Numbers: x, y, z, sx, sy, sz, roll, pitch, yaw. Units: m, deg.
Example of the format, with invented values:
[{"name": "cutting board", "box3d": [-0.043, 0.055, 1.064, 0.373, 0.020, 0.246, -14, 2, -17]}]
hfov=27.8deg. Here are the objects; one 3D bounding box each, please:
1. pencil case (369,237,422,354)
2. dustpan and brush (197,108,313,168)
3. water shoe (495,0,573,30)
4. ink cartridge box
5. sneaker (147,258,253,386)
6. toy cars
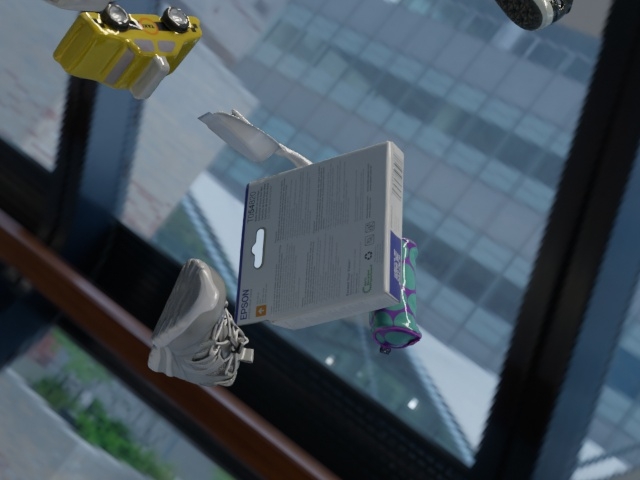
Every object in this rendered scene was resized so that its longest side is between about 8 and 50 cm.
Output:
[{"name": "pencil case", "box3d": [0.098, 0.069, 1.687, 0.070, 0.151, 0.064, 27, -43, -30]}, {"name": "dustpan and brush", "box3d": [-0.095, -0.159, 2.125, 0.211, 0.060, 0.147, 40, -8, -11]}, {"name": "water shoe", "box3d": [0.232, -0.349, 1.605, 0.203, 0.080, 0.073, 58, -32, 8]}, {"name": "ink cartridge box", "box3d": [0.000, 0.000, 1.649, 0.224, 0.223, 0.045, -14, -33, 29]}, {"name": "sneaker", "box3d": [-0.123, 0.101, 1.469, 0.115, 0.105, 0.281, 23, -18, -2]}, {"name": "toy cars", "box3d": [-0.234, -0.253, 1.474, 0.087, 0.176, 0.393, 59, -2, 19]}]
